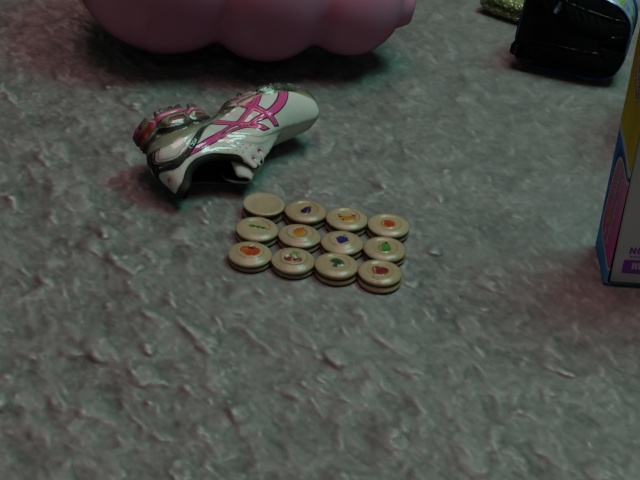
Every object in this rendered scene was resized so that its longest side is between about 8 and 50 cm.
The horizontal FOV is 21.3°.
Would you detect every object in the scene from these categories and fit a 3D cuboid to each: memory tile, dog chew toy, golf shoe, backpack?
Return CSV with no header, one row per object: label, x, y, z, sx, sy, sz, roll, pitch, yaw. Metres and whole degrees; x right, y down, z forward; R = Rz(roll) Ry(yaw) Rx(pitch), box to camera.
memory tile,0.000,0.000,1.444,0.148,0.012,0.113,8,34,5
dog chew toy,-0.068,-0.270,1.680,0.331,0.207,0.207,11,33,-5
golf shoe,-0.074,-0.085,1.525,0.186,0.067,0.086,-19,67,-32
backpack,0.263,-0.224,1.736,0.114,0.105,0.084,18,36,9

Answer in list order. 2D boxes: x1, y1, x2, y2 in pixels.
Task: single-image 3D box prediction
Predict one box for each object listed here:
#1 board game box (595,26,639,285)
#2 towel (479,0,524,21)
board game box,0.369,-0.102,1.378,0.242,0.316,0.064,5,33,-2
towel,0.256,-0.257,1.853,0.148,0.027,0.110,20,37,18
